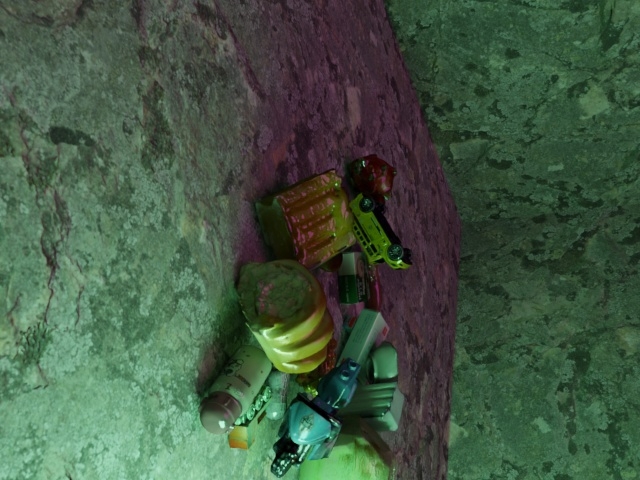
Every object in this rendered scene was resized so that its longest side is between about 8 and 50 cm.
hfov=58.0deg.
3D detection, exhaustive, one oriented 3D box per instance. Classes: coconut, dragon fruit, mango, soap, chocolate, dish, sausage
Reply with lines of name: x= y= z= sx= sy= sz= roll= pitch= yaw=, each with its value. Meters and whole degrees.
coconut: x=0.077 y=0.693 z=1.766 sx=0.328 sy=0.281 sz=0.328 roll=12 pitch=62 yaw=-25
dragon fruit: x=0.206 y=-0.224 z=2.394 sx=0.200 sy=0.198 sz=0.269 roll=-1 pitch=108 yaw=-34
mango: x=0.000 y=0.000 z=1.949 sx=0.133 sy=0.111 sz=0.267 roll=-45 pitch=119 yaw=-35
soap: x=-0.033 y=-0.056 z=1.763 sx=0.281 sy=0.143 sz=0.259 roll=-30 pitch=107 yaw=-44
chocolate: x=-0.124 y=0.422 z=1.629 sx=0.072 sy=0.072 sz=0.167 roll=34 pitch=53 yaw=-59
soap: x=0.145 y=0.571 z=1.960 sx=0.094 sy=0.261 sz=0.150 roll=61 pitch=34 yaw=-23
dish: x=0.210 y=0.474 z=2.075 sx=0.224 sy=0.078 sz=0.246 roll=-103 pitch=-162 yaw=-48
sausage: x=0.214 y=0.186 z=2.407 sx=0.078 sy=0.078 sz=0.304 roll=-7 pitch=90 yaw=-65

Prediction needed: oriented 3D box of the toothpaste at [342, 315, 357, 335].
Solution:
toothpaste: x=0.142 y=0.373 z=2.239 sx=0.070 sy=0.044 sz=0.193 roll=-61 pitch=140 yaw=-28

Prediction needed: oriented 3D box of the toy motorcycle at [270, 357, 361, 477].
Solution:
toy motorcycle: x=0.005 y=0.478 z=1.619 sx=0.416 sy=0.172 sz=0.232 roll=-38 pitch=158 yaw=-49

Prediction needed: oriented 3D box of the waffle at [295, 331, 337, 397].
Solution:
waffle: x=-0.015 y=0.351 z=1.863 sx=0.329 sy=0.062 sz=0.329 roll=-7 pitch=90 yaw=-72

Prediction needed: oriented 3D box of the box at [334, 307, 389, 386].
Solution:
box: x=0.159 y=0.400 z=2.156 sx=0.269 sy=0.079 sz=0.135 roll=-63 pitch=142 yaw=-25

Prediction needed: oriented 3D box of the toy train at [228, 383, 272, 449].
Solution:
toy train: x=-0.182 y=0.451 z=1.510 sx=0.176 sy=0.074 sz=0.118 roll=-36 pitch=127 yaw=-67

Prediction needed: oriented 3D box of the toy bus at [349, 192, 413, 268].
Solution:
toy bus: x=0.223 y=-0.018 z=2.246 sx=0.331 sy=0.151 sz=0.145 roll=62 pitch=19 yaw=19

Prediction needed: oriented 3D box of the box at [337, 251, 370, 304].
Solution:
box: x=0.127 y=0.142 z=2.225 sx=0.135 sy=0.081 sz=0.199 roll=-1 pitch=83 yaw=-65

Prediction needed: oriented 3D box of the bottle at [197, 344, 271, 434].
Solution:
bottle: x=-0.212 y=0.367 z=1.411 sx=0.233 sy=0.110 sz=0.110 roll=-56 pitch=134 yaw=-53

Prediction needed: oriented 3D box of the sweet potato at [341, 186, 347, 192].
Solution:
sweet potato: x=0.081 y=-0.200 z=2.267 sx=0.115 sy=0.026 sz=0.026 roll=12 pitch=73 yaw=-61

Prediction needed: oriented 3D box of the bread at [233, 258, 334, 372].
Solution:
bread: x=-0.073 y=0.197 z=1.531 sx=0.270 sy=0.211 sz=0.315 roll=62 pitch=0 yaw=-32
